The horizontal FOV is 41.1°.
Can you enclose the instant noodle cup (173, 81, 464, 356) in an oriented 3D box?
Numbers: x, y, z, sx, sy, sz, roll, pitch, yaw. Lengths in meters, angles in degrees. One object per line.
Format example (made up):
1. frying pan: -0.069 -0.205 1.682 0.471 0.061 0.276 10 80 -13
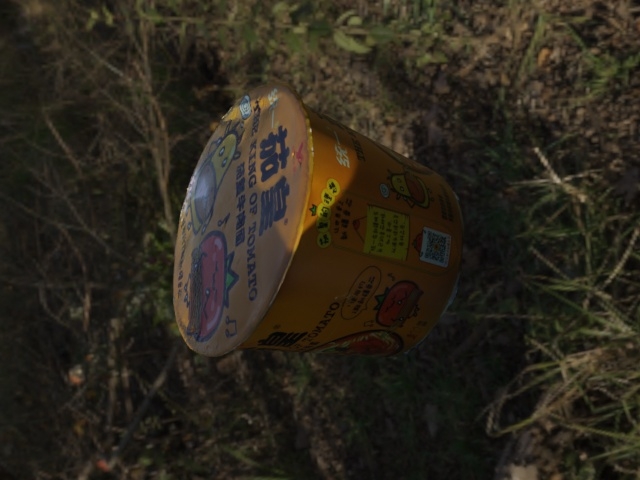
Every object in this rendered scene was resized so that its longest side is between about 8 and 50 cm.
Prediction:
1. instant noodle cup: 0.000 0.000 0.686 0.216 0.172 0.216 -32 51 49
